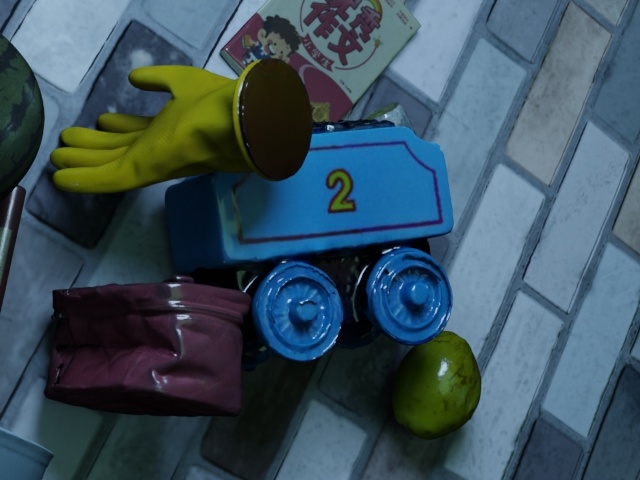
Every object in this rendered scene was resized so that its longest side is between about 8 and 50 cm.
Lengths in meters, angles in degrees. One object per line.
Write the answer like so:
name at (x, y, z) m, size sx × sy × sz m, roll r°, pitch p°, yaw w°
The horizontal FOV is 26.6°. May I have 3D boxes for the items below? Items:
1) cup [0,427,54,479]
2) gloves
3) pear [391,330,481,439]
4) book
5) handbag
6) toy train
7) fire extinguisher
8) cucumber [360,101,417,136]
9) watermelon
cup at (-0.412, 0.299, 1.224) m, size 0.257 × 0.331 × 0.311 m, roll 18°, pitch 74°, yaw 9°
gloves at (-0.161, -0.108, 1.373) m, size 0.133 × 0.294 × 0.116 m, roll -42°, pitch 121°, yaw -49°
pear at (0.139, 0.172, 1.602) m, size 0.107 × 0.107 × 0.131 m, roll 37°, pitch 74°, yaw -20°
book at (0.004, -0.243, 1.628) m, size 0.162 × 0.022 × 0.232 m, roll 47°, pitch 65°, yaw -16°
handbag at (-0.176, 0.106, 1.366) m, size 0.146 × 0.225 × 0.135 m, roll 14°, pitch 76°, yaw -41°
toy train at (0.000, 0.000, 1.499) m, size 0.300 × 0.188 × 0.265 m, roll -8°, pitch 88°, yaw -29°
fire extinguisher at (-0.341, 0.024, 1.393) m, size 0.049 × 0.035 × 0.173 m, roll 17°, pitch 72°, yaw -30°
cucumber at (0.092, -0.107, 1.641) m, size 0.064 × 0.064 × 0.112 m, roll -29°, pitch 100°, yaw -29°
watermelon at (-0.373, -0.114, 1.295) m, size 0.212 × 0.212 × 0.212 m, roll 4°, pitch 81°, yaw -29°
